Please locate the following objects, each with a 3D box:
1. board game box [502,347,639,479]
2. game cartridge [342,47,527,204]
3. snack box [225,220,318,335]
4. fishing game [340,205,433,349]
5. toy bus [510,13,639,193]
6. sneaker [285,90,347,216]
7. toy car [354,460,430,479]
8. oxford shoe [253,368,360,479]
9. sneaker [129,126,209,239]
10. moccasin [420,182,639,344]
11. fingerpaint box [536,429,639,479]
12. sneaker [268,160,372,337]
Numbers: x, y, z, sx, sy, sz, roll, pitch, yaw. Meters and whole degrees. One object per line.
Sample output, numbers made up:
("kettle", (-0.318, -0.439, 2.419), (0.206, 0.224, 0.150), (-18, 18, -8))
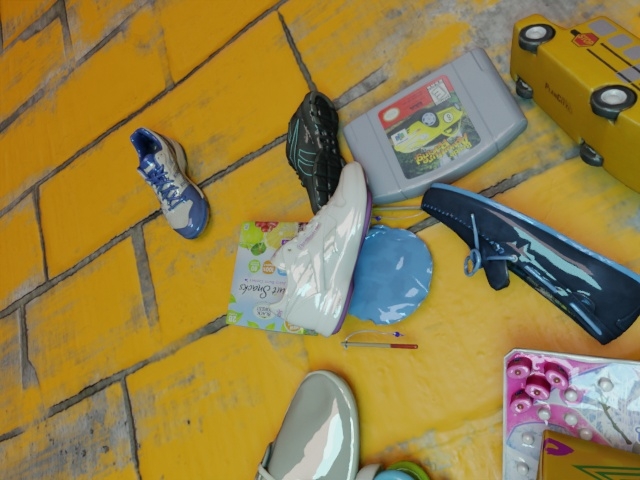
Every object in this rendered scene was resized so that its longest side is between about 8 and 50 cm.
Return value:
("board game box", (0.410, 0.339, 0.513), (0.389, 0.050, 0.391), (1, 94, 27))
("game cartridge", (0.197, -0.192, 0.824), (0.294, 0.060, 0.196), (-28, 70, 18))
("snack box", (-0.080, 0.070, 0.884), (0.174, 0.070, 0.207), (1, 79, 26))
("fishing game", (0.107, 0.061, 0.810), (0.189, 0.041, 0.264), (-5, 68, 26))
("toy bus", (0.406, -0.215, 0.656), (0.130, 0.108, 0.333), (-23, 51, 4))
("sneaker", (-0.009, -0.156, 0.909), (0.106, 0.101, 0.268), (-22, 67, 44))
("toy car", (0.106, 0.409, 0.651), (0.159, 0.136, 0.182), (5, 64, 29))
("oxford shoe", (-0.060, 0.431, 0.737), (0.169, 0.130, 0.450), (16, 83, 43))
("sneaker", (-0.357, -0.130, 1.043), (0.111, 0.131, 0.297), (-37, 65, 12))
("moccasin", (0.285, 0.026, 0.674), (0.341, 0.137, 0.117), (33, 97, 30))
("fingerpaint box", (0.373, 0.467, 0.419), (0.370, 0.163, 0.446), (8, 97, 27))
("sneaker", (0.000, 0.000, 0.774), (0.152, 0.114, 0.306), (15, 78, 4))
